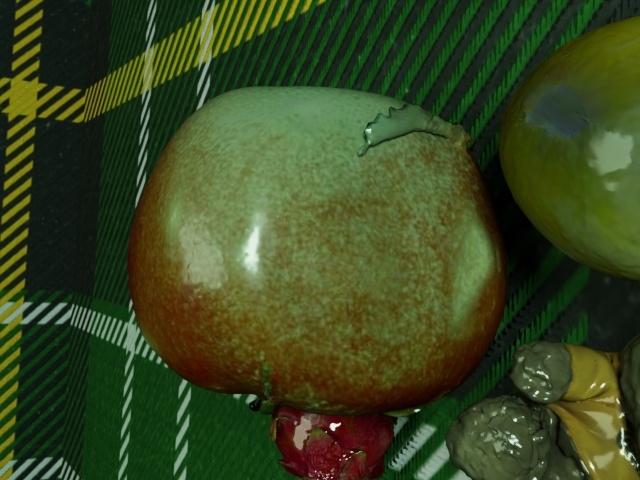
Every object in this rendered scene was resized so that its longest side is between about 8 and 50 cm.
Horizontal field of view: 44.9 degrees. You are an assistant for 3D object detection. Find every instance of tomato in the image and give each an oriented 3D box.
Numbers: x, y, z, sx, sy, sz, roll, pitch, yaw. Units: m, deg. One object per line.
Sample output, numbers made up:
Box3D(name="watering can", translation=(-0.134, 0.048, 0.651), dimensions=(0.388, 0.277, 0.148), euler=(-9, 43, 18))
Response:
Box3D(name="tomato", translation=(0.000, 0.000, 0.626), dimensions=(0.303, 0.304, 0.239), euler=(17, 103, 59))

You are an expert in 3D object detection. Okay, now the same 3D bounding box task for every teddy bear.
Box3D(name="teddy bear", translation=(0.193, 0.117, 0.455), dimensions=(0.177, 0.140, 0.190), euler=(51, 127, 7))

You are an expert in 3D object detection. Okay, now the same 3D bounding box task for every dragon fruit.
Box3D(name="dragon fruit", translation=(0.013, 0.164, 0.751), dimensions=(0.133, 0.136, 0.166), euler=(-43, 14, 11))

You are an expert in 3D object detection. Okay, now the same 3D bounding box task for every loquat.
Box3D(name="loquat", translation=(0.185, -0.057, 0.462), dimensions=(0.195, 0.152, 0.152), euler=(-121, 44, -62))
